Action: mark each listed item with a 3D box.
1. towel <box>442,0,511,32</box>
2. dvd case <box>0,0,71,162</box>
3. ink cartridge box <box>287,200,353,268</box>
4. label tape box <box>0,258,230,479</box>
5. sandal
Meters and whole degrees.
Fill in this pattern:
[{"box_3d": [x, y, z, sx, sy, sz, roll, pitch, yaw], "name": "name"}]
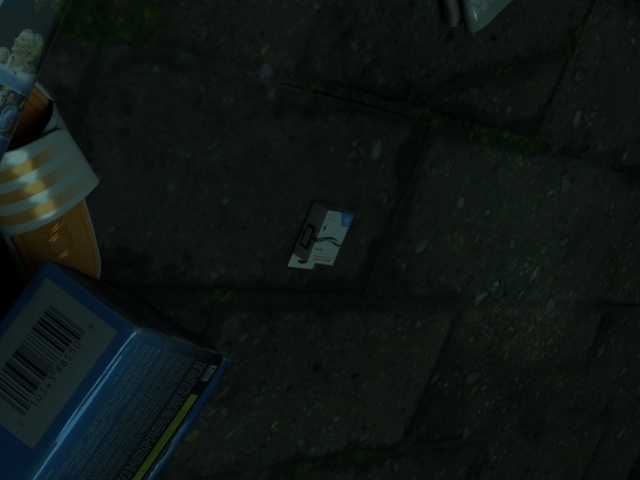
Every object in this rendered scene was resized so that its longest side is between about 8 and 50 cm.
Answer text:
[{"box_3d": [0.241, -0.439, 1.137, 0.332, 0.053, 0.317, -40, 139, -24], "name": "towel"}, {"box_3d": [-0.277, -0.160, 0.721, 0.180, 0.022, 0.253, 22, 95, -40], "name": "dvd case"}, {"box_3d": [0.000, 0.000, 1.187, 0.048, 0.028, 0.083, 8, 109, -50], "name": "ink cartridge box"}, {"box_3d": [-0.225, 0.173, 0.967, 0.249, 0.115, 0.347, -55, 168, -4], "name": "label tape box"}, {"box_3d": [-0.230, -0.031, 0.873, 0.102, 0.076, 0.265, -39, 138, -23], "name": "sandal"}]
